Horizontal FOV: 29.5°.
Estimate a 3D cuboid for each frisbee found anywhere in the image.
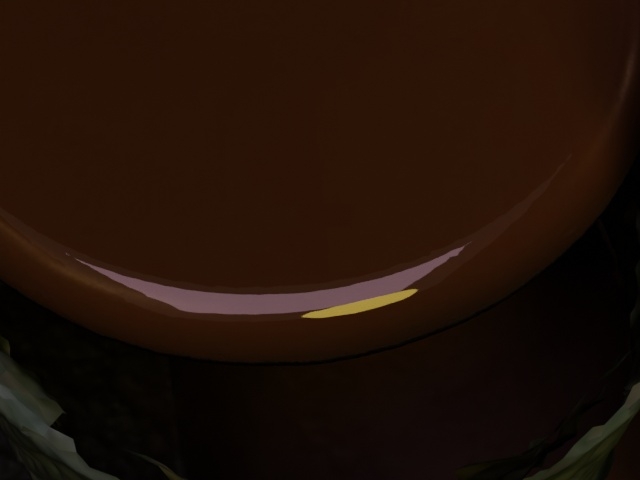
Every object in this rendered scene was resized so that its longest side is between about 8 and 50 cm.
[{"bbox_3d":[-0.016,-0.079,0.383,0.250,0.021,0.251,0,64,-1],"label":"frisbee"}]

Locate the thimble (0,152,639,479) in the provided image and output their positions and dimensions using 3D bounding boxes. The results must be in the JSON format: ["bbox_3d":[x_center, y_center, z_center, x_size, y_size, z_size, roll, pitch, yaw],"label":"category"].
[{"bbox_3d":[0.000,0.000,0.438,0.270,0.150,0.271,0,63,0],"label":"thimble"}]
